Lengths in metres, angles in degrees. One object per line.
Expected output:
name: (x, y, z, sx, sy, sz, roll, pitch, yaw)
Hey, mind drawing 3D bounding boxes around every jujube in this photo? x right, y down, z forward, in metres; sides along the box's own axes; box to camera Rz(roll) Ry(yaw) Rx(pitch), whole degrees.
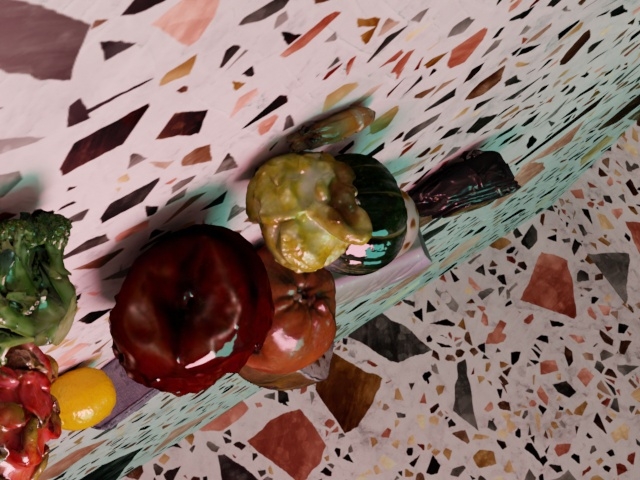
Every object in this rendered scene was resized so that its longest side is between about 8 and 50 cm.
jujube: (-0.201, 0.118, 1.478, 0.258, 0.258, 0.376, -30, 163, -20)

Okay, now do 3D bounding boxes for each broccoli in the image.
broccoli: (-0.343, 0.050, 1.060, 0.195, 0.156, 0.195, 22, 90, -85)

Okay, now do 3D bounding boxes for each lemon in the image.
lemon: (-0.454, 0.299, 1.791, 0.155, 0.114, 0.114, -21, 162, -43)

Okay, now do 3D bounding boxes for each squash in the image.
squash: (0.052, -0.043, 1.615, 0.172, 0.218, 0.218, -21, 166, -9)

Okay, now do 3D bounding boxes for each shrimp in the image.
shrimp: (0.012, -0.165, 1.449, 0.180, 0.041, 0.099, -25, 179, -44)

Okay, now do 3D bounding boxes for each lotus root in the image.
lotus root: (-0.102, 0.241, 2.252, 0.192, 0.272, 0.272, -34, 169, 23)

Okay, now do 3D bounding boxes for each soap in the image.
soap: (0.106, 0.053, 2.221, 0.347, 0.115, 0.208, -20, 166, -26)

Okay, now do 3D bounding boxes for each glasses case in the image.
glasses case: (-0.374, 0.277, 1.927, 0.282, 0.109, 0.067, -36, 164, 11)

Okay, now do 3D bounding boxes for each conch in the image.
conch: (0.107, -0.039, 1.913, 0.275, 0.183, 0.148, 140, -29, -69)

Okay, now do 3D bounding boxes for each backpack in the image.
backpack: (0.322, -0.120, 2.245, 0.258, 0.133, 0.206, -24, 174, -19)

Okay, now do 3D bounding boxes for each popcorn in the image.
popcorn: (-0.008, -0.043, 1.424, 0.212, 0.197, 0.198, 0, -162, 46)

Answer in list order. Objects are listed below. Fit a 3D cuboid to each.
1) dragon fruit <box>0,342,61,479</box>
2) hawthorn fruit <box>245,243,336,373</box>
dragon fruit: (-0.473, 0.246, 1.263, 0.291, 0.250, 0.269, -46, 178, -22)
hawthorn fruit: (-0.090, 0.132, 1.849, 0.258, 0.258, 0.262, -31, -166, -18)
